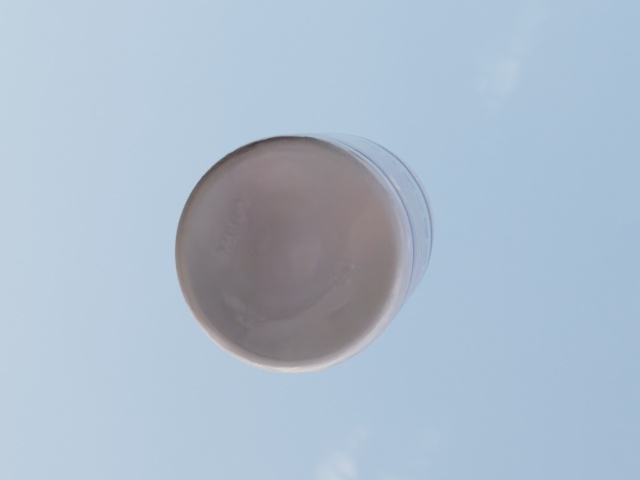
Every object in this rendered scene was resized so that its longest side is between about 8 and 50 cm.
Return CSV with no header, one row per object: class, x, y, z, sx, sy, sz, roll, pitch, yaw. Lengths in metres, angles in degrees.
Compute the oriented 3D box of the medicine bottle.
medicine bottle,0.000,0.000,0.972,0.133,0.249,0.133,0,-87,7
